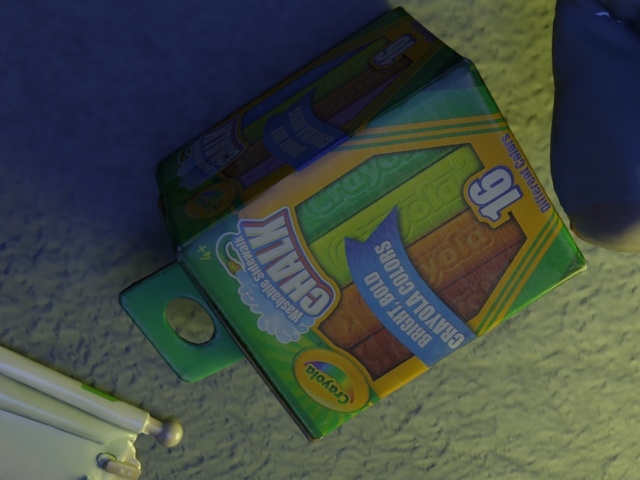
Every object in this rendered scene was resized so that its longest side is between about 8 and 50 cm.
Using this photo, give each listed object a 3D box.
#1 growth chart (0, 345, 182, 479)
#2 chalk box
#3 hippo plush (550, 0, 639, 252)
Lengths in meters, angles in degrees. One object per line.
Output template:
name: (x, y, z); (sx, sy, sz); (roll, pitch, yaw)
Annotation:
growth chart: (-0.216, 0.160, 0.737); (0.172, 0.021, 0.237); (34, 101, -21)
chalk box: (0.000, 0.000, 0.658); (0.213, 0.132, 0.132); (-34, 114, 3)
hippo plush: (0.231, -0.118, 0.630); (0.236, 0.294, 0.234); (-12, 118, -33)
